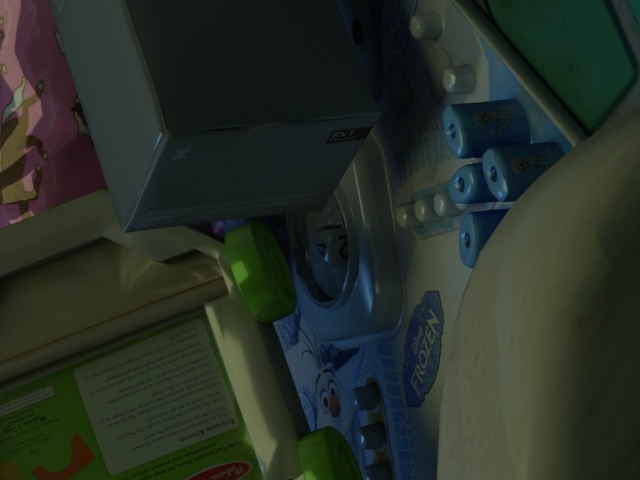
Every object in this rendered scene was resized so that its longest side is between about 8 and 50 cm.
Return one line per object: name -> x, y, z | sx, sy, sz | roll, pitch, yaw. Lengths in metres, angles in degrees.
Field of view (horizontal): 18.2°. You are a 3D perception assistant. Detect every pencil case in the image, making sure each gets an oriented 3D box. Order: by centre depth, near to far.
pencil case -> -0.164, -0.127, 1.232 | 0.160, 0.167, 0.386 | 173, 91, -74

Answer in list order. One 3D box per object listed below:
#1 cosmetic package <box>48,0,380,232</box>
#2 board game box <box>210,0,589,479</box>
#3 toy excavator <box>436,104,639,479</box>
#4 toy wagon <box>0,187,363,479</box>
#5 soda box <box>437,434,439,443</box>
cosmetic package -> -0.071, -0.130, 1.077 | 0.107, 0.127, 0.238 | 125, 135, -54
board game box -> 0.000, 0.000, 1.166 | 0.390, 0.050, 0.390 | 56, 144, 43
toy excavator -> 0.141, -0.058, 0.403 | 0.222, 0.445, 0.433 | -11, 99, 65
toy wagon -> -0.110, 0.152, 1.100 | 0.068, 0.267, 0.344 | 7, -118, -77
soda box -> 0.114, 0.170, 0.964 | 0.061, 0.058, 0.181 | -37, 63, 62
